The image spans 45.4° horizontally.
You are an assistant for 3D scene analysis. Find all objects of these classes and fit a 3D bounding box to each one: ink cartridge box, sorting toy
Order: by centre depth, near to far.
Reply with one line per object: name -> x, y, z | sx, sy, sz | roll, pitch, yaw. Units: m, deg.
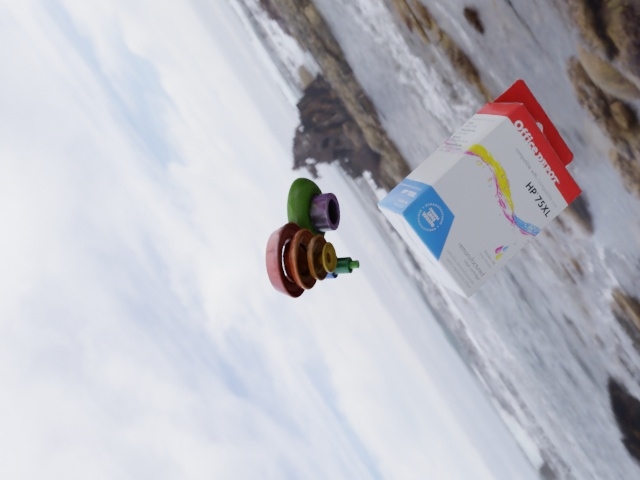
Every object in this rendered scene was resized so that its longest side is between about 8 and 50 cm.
sorting toy -> 0.000, 0.000, 0.507 | 0.102, 0.042, 0.061 | -68, -34, -47
ink cartridge box -> 0.198, -0.064, 0.876 | 0.134, 0.231, 0.078 | 49, 175, -19
